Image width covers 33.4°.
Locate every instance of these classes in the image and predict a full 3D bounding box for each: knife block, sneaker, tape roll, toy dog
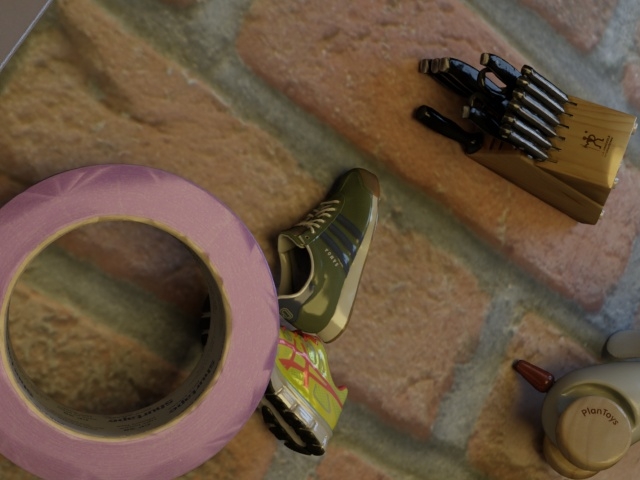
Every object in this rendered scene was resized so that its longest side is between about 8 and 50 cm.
[{"bbox_3d":[0.227,-0.120,1.221,0.276,0.242,0.088,49,63,-75],"label":"knife block"},{"bbox_3d":[0.000,0.000,1.071,0.086,0.064,0.192,25,65,-26],"label":"sneaker"},{"bbox_3d":[-0.178,0.071,0.922,0.274,0.090,0.275,-1,94,-15],"label":"tape roll"},{"bbox_3d":[0.370,0.148,1.290,0.333,0.220,0.161,-29,71,-31],"label":"toy dog"},{"bbox_3d":[-0.043,0.116,1.074,0.094,0.081,0.208,-50,121,-34],"label":"sneaker"}]

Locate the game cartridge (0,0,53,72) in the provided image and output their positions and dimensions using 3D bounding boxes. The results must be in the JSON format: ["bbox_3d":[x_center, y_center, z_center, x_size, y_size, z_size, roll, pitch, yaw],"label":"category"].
[{"bbox_3d":[-0.289,-0.272,0.816,0.230,0.068,0.355,42,52,-24],"label":"game cartridge"}]
